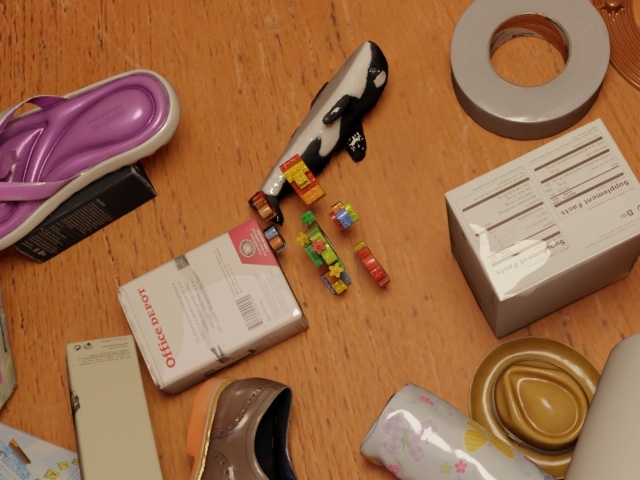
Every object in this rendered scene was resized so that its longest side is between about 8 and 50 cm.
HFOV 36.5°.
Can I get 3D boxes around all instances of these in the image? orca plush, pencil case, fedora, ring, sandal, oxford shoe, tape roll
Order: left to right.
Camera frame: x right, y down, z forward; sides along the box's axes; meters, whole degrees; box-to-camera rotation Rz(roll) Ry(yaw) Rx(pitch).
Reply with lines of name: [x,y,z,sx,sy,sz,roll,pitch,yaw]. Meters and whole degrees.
sandal: [-0.392,-0.123,1.318,0.416,0.102,0.169,-32,72,0]
oxford shoe: [-0.102,0.350,1.222,0.132,0.130,0.364,-8,71,31]
orca plush: [0.022,-0.137,1.374,0.102,0.151,0.287,35,78,-15]
pencil case: [0.182,0.295,1.219,0.273,0.113,0.124,31,109,16]
tape roll: [0.294,-0.256,1.377,0.219,0.072,0.219,-2,74,8]
fedora: [0.284,0.210,1.245,0.194,0.079,0.194,-3,74,9]
ring: [0.559,-0.342,1.380,0.336,0.032,0.337,-3,74,9]

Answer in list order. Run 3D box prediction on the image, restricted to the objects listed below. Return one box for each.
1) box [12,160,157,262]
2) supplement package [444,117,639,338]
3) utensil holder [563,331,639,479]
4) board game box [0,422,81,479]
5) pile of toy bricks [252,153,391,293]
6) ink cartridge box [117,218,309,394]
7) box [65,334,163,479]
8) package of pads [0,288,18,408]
box: [-0.370,-0.091,1.417,0.207,0.108,0.153,-29,72,0]
supplement package: [0.278,-0.002,1.209,0.204,0.262,0.145,-26,71,2]
utensil holder: [0.403,0.332,1.034,0.327,0.328,0.386,19,65,13]
board game box: [-0.415,0.374,1.211,0.317,0.319,0.066,18,121,14]
pile of toy bricks: [0.000,0.000,1.289,0.118,0.105,0.212,-36,107,4]
ink cartridge box: [-0.147,0.094,1.339,0.217,0.092,0.159,-26,72,-1]
box: [-0.263,0.258,1.236,0.094,0.113,0.275,-6,41,-16]
package of pads: [-0.578,0.112,1.327,0.296,0.229,0.101,8,34,8]
